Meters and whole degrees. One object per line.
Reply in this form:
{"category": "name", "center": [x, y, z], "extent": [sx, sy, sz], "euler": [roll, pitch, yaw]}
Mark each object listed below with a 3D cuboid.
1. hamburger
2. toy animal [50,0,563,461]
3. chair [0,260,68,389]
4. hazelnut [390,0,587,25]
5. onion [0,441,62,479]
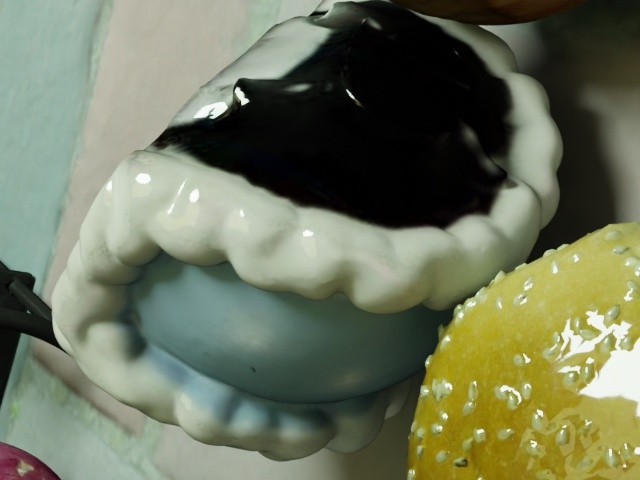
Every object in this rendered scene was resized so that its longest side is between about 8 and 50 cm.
{"category": "hamburger", "center": [0.122, 0.108, 0.576], "extent": [0.189, 0.122, 0.215], "euler": [-36, 58, 39]}
{"category": "toy animal", "center": [0.000, 0.000, 0.703], "extent": [0.156, 0.208, 0.204], "euler": [39, 136, 8]}
{"category": "chair", "center": [-0.276, 0.068, 1.070], "extent": [0.260, 0.154, 0.141], "euler": [31, 108, 53]}
{"category": "hazelnut", "center": [0.068, -0.187, 0.633], "extent": [0.214, 0.214, 0.176], "euler": [-40, 43, 40]}
{"category": "onion", "center": [-0.221, 0.208, 0.972], "extent": [0.177, 0.153, 0.177], "euler": [13, 106, 53]}
